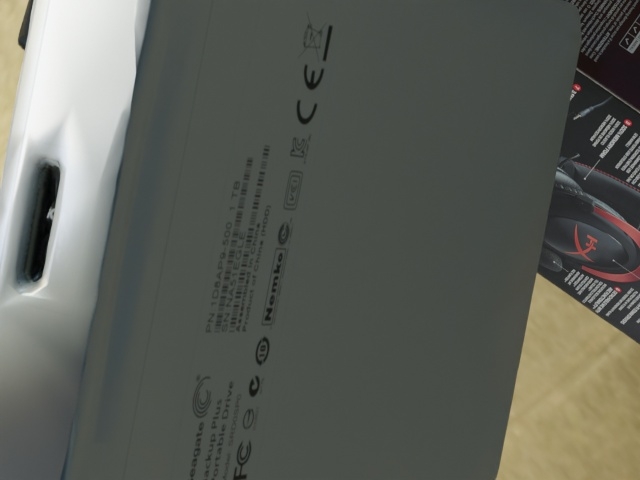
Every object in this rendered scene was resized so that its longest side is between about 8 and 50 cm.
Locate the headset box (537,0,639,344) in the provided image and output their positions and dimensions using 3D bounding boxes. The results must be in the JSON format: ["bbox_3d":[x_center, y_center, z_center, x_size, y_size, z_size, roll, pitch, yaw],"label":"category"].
[{"bbox_3d":[0.208,-0.053,1.268,0.293,0.218,0.110,35,60,4],"label":"headset box"}]

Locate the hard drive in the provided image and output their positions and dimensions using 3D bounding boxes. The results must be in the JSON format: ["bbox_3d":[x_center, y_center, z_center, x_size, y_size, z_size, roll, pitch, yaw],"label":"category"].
[{"bbox_3d":[0.000,0.000,0.730,0.047,0.353,0.233,13,95,27],"label":"hard drive"}]

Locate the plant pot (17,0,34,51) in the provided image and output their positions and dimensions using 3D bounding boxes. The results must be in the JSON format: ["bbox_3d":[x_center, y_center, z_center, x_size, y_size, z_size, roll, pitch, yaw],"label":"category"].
[{"bbox_3d":[-0.082,-0.180,1.404,0.188,0.167,0.187,-7,130,-40],"label":"plant pot"}]
